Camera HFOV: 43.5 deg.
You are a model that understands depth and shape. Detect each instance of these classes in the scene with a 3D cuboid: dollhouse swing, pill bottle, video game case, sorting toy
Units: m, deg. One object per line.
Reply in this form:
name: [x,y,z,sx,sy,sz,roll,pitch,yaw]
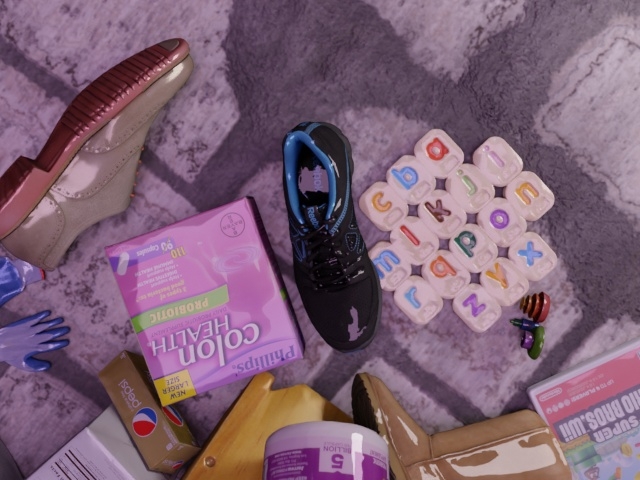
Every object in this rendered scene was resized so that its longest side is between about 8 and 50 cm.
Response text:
dollhouse swing: [-0.065,0.449,1.220,0.347,0.305,0.315,35,52,-1]
pill bottle: [0.004,0.392,0.991,0.169,0.169,0.301,1,58,1]
video game case: [0.464,0.312,1.219,0.204,0.025,0.285,-25,93,2]
sorting toy: [0.308,0.123,1.192,0.042,0.061,0.102,14,78,1]

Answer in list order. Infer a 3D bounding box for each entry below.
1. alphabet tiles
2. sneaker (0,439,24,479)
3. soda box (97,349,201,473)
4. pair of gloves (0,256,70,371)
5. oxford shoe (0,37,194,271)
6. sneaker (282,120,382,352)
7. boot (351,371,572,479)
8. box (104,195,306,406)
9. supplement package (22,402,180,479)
alphabet tiles: [0.205,-0.014,1.204,0.284,0.021,0.278,-44,92,3]
sneaker: [-0.525,0.415,1.201,0.169,0.108,0.292,-26,94,-1]
soda box: [-0.250,0.246,1.165,0.058,0.061,0.181,-43,59,3]
pair of gloves: [-0.475,0.113,1.223,0.159,0.023,0.198,-19,92,2]
oxford shoe: [-0.315,-0.128,1.173,0.397,0.140,0.146,-45,123,-1]
sneaker: [0.000,0.000,1.142,0.125,0.139,0.341,-12,92,14]
boot: [0.198,0.285,1.174,0.269,0.089,0.236,-7,58,-21]
box: [-0.162,0.084,1.169,0.213,0.117,0.243,-19,94,2]
supplement package: [-0.330,0.357,1.150,0.203,0.194,0.149,-42,91,4]
